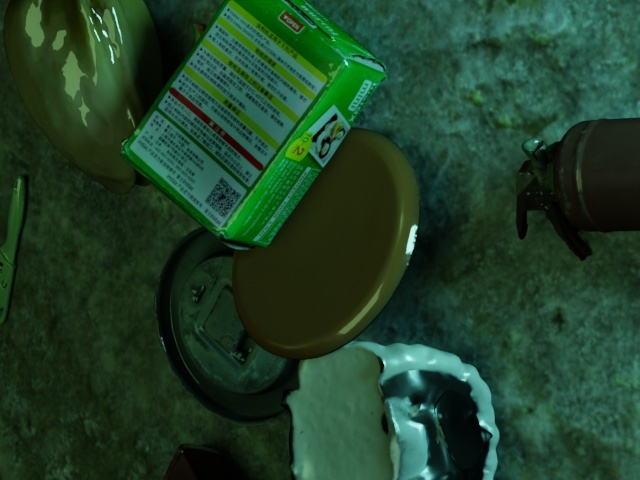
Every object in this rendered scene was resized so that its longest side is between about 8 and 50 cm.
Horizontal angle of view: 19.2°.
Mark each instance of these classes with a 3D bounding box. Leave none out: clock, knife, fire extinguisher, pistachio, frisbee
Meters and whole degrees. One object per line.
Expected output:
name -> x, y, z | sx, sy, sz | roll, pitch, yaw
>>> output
clock -> -0.082, 0.088, 2.058 | 0.226, 0.049, 0.226 | 9, 106, 36
knife -> -0.380, 0.013, 2.293 | 0.030, 0.014, 0.207 | 26, 117, 29
fire extinguisher -> 0.308, -0.043, 1.695 | 0.337, 0.106, 0.147 | -1, 125, 39
pistachio -> -0.253, -0.178, 2.057 | 0.213, 0.163, 0.260 | -165, 62, -68
frisbee -> 0.000, 0.000, 1.908 | 0.251, 0.021, 0.250 | -21, 58, 37

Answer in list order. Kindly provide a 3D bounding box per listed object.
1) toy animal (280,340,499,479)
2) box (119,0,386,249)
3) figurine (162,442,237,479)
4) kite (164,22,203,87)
toy animal -> 0.069, 0.203, 1.901 | 0.204, 0.156, 0.208 | -6, 85, 42
box -> -0.071, -0.131, 1.915 | 0.180, 0.103, 0.250 | 42, 104, 23
figurine -> -0.114, 0.285, 2.108 | 0.154, 0.098, 0.082 | 58, 136, 44
kite -> -0.130, -0.145, 2.059 | 0.241, 0.014, 0.183 | 2, 101, 39
